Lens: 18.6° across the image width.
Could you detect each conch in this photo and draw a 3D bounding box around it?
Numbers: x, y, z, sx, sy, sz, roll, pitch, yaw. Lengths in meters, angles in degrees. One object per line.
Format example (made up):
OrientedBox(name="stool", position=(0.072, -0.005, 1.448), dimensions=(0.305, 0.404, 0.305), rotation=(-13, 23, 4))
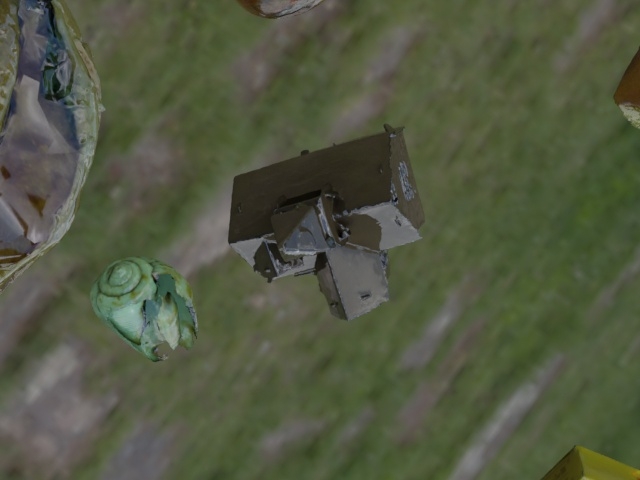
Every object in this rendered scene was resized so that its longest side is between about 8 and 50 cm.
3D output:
OrientedBox(name="conch", position=(-0.160, 0.073, 1.927), dimensions=(0.079, 0.105, 0.170), rotation=(-67, 152, -23))

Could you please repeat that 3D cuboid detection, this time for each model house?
OrientedBox(name="model house", position=(0.000, 0.000, 1.961), dimensions=(0.180, 0.176, 0.248), rotation=(-15, -172, 19))

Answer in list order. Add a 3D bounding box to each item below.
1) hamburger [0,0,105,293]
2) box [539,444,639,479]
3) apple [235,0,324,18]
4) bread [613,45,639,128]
OrientedBox(name="hamburger", position=(-0.254, -0.051, 1.194), dimensions=(0.309, 0.211, 0.132), rotation=(-32, 161, 19))
OrientedBox(name="box", position=(0.170, 0.270, 1.473), dimensions=(0.279, 0.153, 0.041), rotation=(-50, -151, 31))
OrientedBox(name="apple", position=(-0.026, -0.198, 1.295), dimensions=(0.102, 0.114, 0.099), rotation=(-37, 136, 22))
OrientedBox(name="bread", position=(0.328, -0.100, 1.377), dimensions=(0.088, 0.226, 0.049), rotation=(-64, 154, -22))
